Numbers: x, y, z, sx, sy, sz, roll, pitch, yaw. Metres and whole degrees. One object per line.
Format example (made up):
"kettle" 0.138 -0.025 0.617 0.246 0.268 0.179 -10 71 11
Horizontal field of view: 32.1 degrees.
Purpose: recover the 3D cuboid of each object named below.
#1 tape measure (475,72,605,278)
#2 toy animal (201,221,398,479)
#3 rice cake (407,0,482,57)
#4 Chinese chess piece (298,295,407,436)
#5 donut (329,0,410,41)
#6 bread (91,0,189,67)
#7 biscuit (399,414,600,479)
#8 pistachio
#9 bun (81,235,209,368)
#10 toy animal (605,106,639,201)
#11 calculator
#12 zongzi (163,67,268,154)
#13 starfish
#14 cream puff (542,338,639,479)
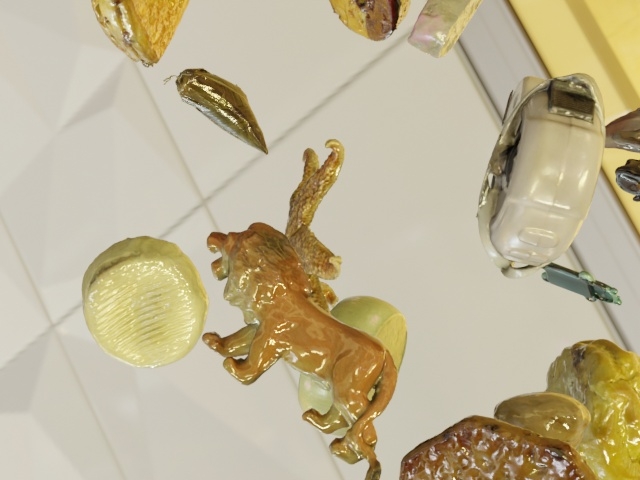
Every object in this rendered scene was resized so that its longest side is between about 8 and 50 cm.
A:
"tape measure" 0.244 -0.075 1.219 0.120 0.236 0.197 14 175 -1
"toy animal" -0.018 0.107 1.206 0.157 0.312 0.097 -55 167 4
"rice cake" 0.257 -0.456 1.789 0.399 0.070 0.064 -59 162 -20
"Chinese chess piece" 0.059 0.218 1.940 0.250 0.101 0.250 -47 148 -42
"donut" 0.079 -0.422 1.829 0.166 0.184 0.073 18 -132 44
"bread" -0.315 -0.435 1.930 0.099 0.210 0.235 14 157 15
"biscuit" 0.260 0.405 1.532 0.359 0.359 0.046 -33 177 37
"pistachio" 0.346 0.286 1.755 0.149 0.113 0.113 9 -172 23
"bun" -0.271 0.088 1.753 0.222 0.222 0.127 -29 -163 14
"toy animal" 0.499 -0.143 1.464 0.324 0.195 0.090 -29 129 -18
"calculator" 0.412 0.067 1.772 0.019 0.141 0.094 -58 149 -16
"zongzi" -0.198 -0.257 2.219 0.084 0.184 0.187 -45 148 20
"starfish" -0.011 0.001 1.764 0.094 0.375 0.327 -2 151 -4
"cream puff" 0.604 0.370 2.281 0.257 0.324 0.291 16 136 -13
